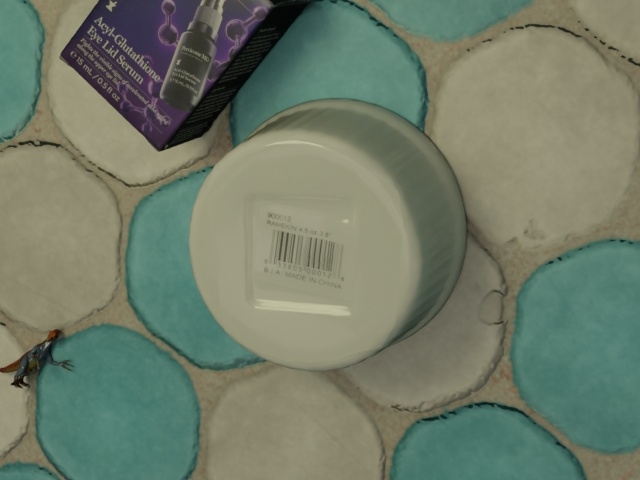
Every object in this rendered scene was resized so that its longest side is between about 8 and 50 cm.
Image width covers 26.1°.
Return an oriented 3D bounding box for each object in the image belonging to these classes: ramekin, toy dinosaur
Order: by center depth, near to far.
[{"bbox_3d":[0.000,0.000,1.410,0.277,0.135,0.277,5,105,19],"label":"ramekin"},{"bbox_3d":[-0.338,0.134,1.615,0.090,0.047,0.082,25,92,23],"label":"toy dinosaur"}]

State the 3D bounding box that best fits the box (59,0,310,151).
[{"bbox_3d":[-0.139,-0.220,1.421,0.153,0.108,0.207,43,113,6],"label":"box"}]
